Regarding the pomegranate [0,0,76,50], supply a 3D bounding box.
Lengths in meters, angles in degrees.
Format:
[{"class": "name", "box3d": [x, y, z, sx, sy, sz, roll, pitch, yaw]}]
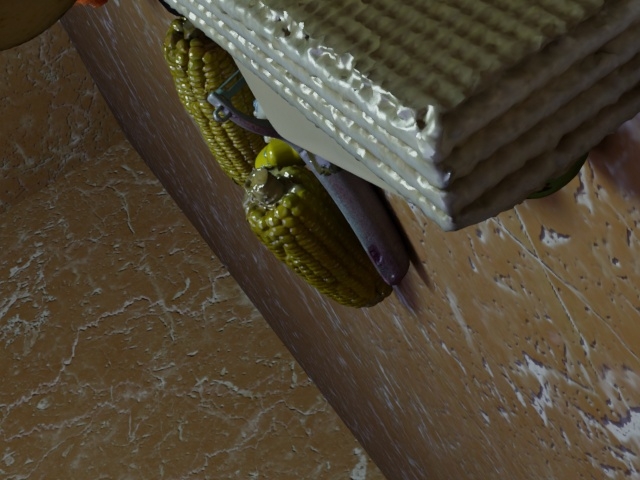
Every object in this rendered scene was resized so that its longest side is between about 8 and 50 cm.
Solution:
[{"class": "pomegranate", "box3d": [-0.356, -0.364, 1.010, 0.416, 0.417, 0.416, 55, 170, 14]}]

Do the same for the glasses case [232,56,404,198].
[{"class": "glasses case", "box3d": [0.015, -0.129, 0.847, 0.144, 0.076, 0.336, 60, 170, -23]}]

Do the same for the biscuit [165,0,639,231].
[{"class": "biscuit", "box3d": [0.007, -0.152, 0.638, 0.426, 0.144, 0.078, 43, 165, 48]}]

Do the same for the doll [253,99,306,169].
[{"class": "doll", "box3d": [-0.039, -0.131, 1.201, 0.135, 0.072, 0.113, 105, 146, -59]}]

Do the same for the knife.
[{"class": "knife", "box3d": [0.006, -0.062, 1.112, 0.053, 0.123, 0.278, -22, 112, 49]}]

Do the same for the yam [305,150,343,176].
[{"class": "yam", "box3d": [-0.042, -0.175, 1.041, 0.252, 0.061, 0.061, 58, 171, -11]}]

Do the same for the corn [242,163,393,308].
[{"class": "corn", "box3d": [0.000, 0.000, 1.215, 0.097, 0.097, 0.261, 48, -179, 43]}]

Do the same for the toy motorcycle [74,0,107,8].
[{"class": "toy motorcycle", "box3d": [-0.397, -0.480, 1.553, 0.325, 0.148, 0.221, 66, -161, 4]}]

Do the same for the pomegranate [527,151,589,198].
[{"class": "pomegranate", "box3d": [0.110, -0.065, 0.614, 0.073, 0.073, 0.084, -137, 34, -56]}]

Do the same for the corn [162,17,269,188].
[{"class": "corn", "box3d": [-0.109, -0.157, 1.332, 0.101, 0.101, 0.291, 51, 170, 33]}]

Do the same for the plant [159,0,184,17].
[{"class": "plant", "box3d": [-0.163, -0.305, 1.149, 0.143, 0.092, 0.094, 56, -175, -36]}]
